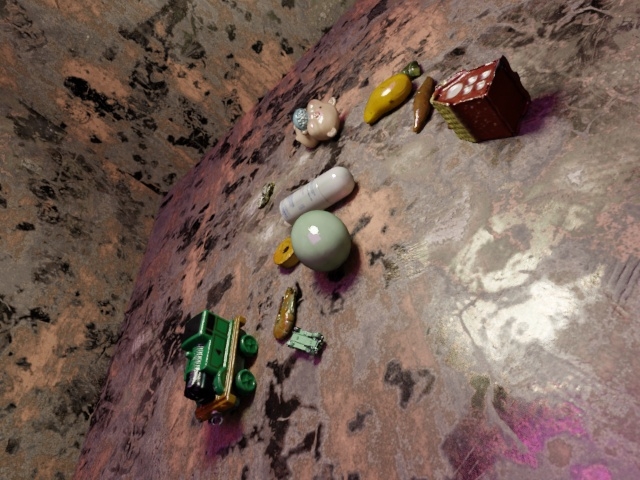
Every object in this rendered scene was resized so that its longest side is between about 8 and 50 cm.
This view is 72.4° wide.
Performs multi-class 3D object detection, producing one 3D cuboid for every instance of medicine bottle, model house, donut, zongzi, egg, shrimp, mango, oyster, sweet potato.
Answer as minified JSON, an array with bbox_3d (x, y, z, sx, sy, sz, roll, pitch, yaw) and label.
[{"bbox_3d":[-0.009,-0.186,1.802,0.341,0.130,0.130,-29,37,33],"label":"medicine bottle"},{"bbox_3d":[0.474,-0.417,1.354,0.254,0.196,0.160,-3,57,52],"label":"model house"},{"bbox_3d":[-0.126,0.050,1.778,0.152,0.058,0.151,-34,34,27],"label":"donut"},{"bbox_3d":[0.379,-0.752,1.933,0.114,0.052,0.104,-10,38,13],"label":"zongzi"},{"bbox_3d":[0.000,0.000,1.526,0.203,0.203,0.282,-50,26,3],"label":"egg"},{"bbox_3d":[-0.131,0.257,1.580,0.115,0.051,0.217,-27,41,38],"label":"shrimp"},{"bbox_3d":[0.280,-0.622,1.901,0.262,0.109,0.157,-36,36,25],"label":"mango"},{"bbox_3d":[-0.288,-0.247,2.303,0.108,0.053,0.165,141,150,-73],"label":"oyster"},{"bbox_3d":[0.398,-0.553,1.713,0.066,0.072,0.314,-34,35,52],"label":"sweet potato"}]

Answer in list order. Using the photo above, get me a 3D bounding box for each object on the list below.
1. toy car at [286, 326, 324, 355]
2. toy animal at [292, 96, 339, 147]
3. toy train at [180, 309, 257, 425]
[{"bbox_3d":[-0.046,0.323,1.397,0.143,0.054,0.073,1,59,48],"label":"toy car"},{"bbox_3d":[-0.020,-0.570,2.180,0.221,0.230,0.209,95,170,-75],"label":"toy animal"},{"bbox_3d":[-0.365,0.418,1.520,0.178,0.249,0.429,-34,35,26],"label":"toy train"}]
